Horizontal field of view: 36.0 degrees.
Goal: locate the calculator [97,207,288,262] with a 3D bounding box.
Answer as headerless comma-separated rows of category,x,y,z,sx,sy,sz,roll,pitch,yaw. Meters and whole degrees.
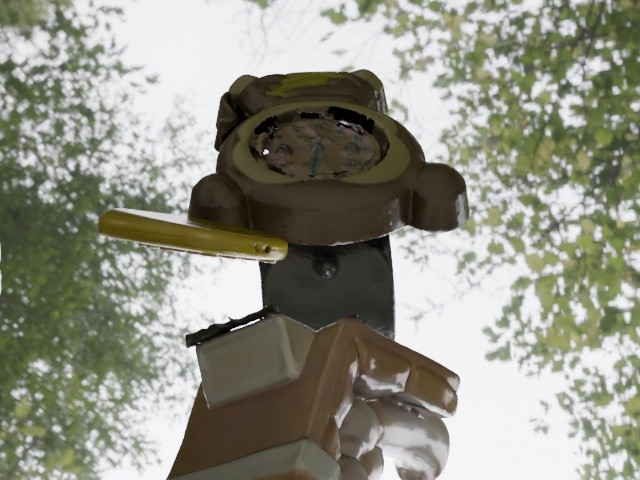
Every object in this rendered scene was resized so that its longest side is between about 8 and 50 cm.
calculator,-0.130,-0.006,0.958,0.235,0.146,0.032,10,-88,46

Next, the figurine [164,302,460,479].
figurine,-0.008,0.150,0.409,0.163,0.141,0.236,-24,-138,30

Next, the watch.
watch,0.000,0.000,1.226,0.314,0.326,0.335,-4,-141,-5
